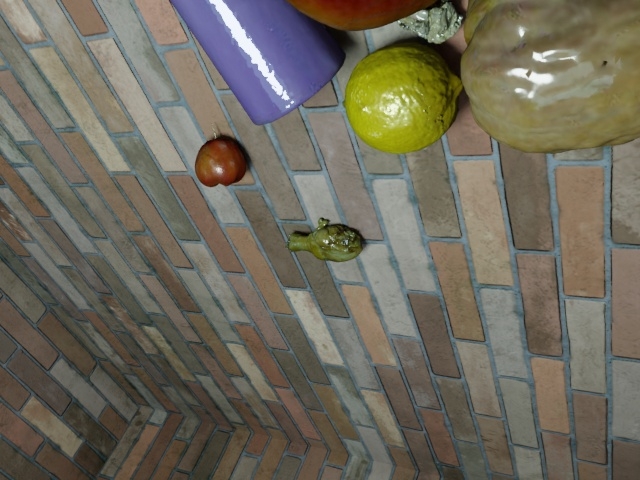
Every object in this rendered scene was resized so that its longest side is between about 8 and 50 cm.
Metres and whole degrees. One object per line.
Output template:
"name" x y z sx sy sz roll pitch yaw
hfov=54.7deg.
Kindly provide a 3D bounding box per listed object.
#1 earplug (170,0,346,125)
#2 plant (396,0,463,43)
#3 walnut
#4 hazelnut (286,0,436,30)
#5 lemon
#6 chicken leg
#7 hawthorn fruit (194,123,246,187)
"earplug" -0.162 -0.438 1.069 0.215 0.215 0.456 -15 123 41
"plant" 0.182 -0.397 1.029 0.116 0.104 0.122 3 114 -28
"walnut" 0.370 -0.277 0.851 0.343 0.306 0.306 -6 132 31
"hazelnut" 0.024 -0.468 0.811 0.409 0.359 0.359 36 142 2
"lemon" 0.142 -0.252 1.105 0.231 0.192 0.192 -4 133 30
"chicken leg" 0.000 0.000 1.580 0.227 0.088 0.103 9 149 31
"hawthorn fruit" -0.235 -0.189 1.474 0.125 0.140 0.125 17 173 2
